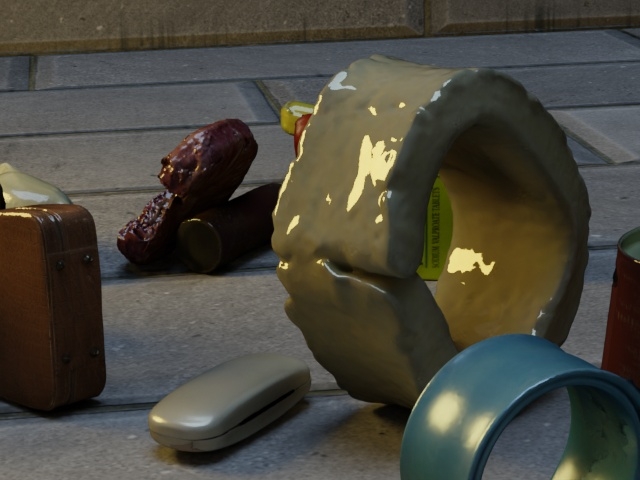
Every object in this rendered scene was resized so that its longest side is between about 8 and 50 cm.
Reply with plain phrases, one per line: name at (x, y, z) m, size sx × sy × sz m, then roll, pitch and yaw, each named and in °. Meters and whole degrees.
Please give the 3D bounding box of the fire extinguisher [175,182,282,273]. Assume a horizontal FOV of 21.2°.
fire extinguisher at (-0.096, -0.023, 2.189) m, size 0.089 × 0.072 × 0.267 m, roll -24°, pitch 3°, yaw 31°

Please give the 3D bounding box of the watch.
watch at (0.158, 0.168, 1.231) m, size 0.211 × 0.193 × 0.211 m, roll -2°, pitch 18°, yaw 1°

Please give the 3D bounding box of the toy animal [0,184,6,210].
toy animal at (-0.431, 0.034, 1.756) m, size 0.194 × 0.303 × 0.344 m, roll -1°, pitch 39°, yaw 19°

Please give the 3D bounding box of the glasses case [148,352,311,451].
glasses case at (-0.082, 0.148, 1.588) m, size 0.081 × 0.051 × 0.204 m, roll 7°, pitch 17°, yaw 31°

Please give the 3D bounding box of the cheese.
cheese at (0.104, -0.002, 1.575) m, size 0.153 × 0.332 × 0.292 m, roll 10°, pitch 57°, yaw 43°

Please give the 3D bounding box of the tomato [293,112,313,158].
tomato at (0.040, -0.099, 2.414) m, size 0.189 × 0.099 × 0.173 m, roll 34°, pitch -23°, yaw -29°

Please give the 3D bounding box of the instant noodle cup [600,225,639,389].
instant noodle cup at (0.356, 0.088, 1.537) m, size 0.234 × 0.178 × 0.235 m, roll -2°, pitch 17°, yaw 1°

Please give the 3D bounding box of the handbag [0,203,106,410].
handbag at (-0.280, 0.059, 1.666) m, size 0.151 × 0.193 × 0.072 m, roll 9°, pitch 16°, yaw 43°

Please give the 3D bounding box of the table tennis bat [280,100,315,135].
table tennis bat at (0.114, -0.141, 2.489) m, size 0.368 × 0.054 × 0.224 m, roll 14°, pitch 0°, yaw 14°

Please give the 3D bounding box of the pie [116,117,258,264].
pie at (-0.160, -0.061, 2.114) m, size 0.054 × 0.219 × 0.204 m, roll 42°, pitch 43°, yaw 12°

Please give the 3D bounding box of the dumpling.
dumpling at (-0.374, -0.011, 2.097) m, size 0.151 × 0.124 × 0.229 m, roll -48°, pitch 43°, yaw -15°

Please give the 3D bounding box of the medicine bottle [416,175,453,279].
medicine bottle at (0.173, -0.034, 2.074) m, size 0.250 × 0.137 × 0.141 m, roll 1°, pitch 16°, yaw 8°
